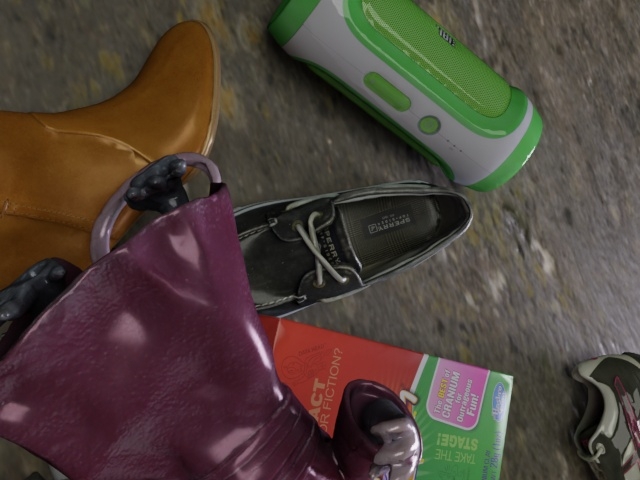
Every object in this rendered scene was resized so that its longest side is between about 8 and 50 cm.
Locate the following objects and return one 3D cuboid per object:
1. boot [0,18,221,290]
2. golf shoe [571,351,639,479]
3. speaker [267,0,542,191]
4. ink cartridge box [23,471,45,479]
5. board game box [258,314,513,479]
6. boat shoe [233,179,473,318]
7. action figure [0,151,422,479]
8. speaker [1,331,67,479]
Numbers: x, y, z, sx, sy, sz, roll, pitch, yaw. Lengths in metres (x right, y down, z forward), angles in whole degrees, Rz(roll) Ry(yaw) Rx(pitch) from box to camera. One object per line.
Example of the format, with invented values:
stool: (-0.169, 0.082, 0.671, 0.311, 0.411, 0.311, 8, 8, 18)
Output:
boot: (-0.208, -0.084, 0.587, 0.211, 0.104, 0.295, 19, 84, -44)
golf shoe: (0.363, 0.272, 0.843, 0.120, 0.105, 0.273, 2, 77, -7)
speaker: (0.094, -0.178, 0.748, 0.296, 0.131, 0.131, 34, 72, -17)
ink cartridge box: (-0.244, 0.268, 0.505, 0.154, 0.212, 0.093, -36, 96, -22)
board game box: (0.047, 0.221, 0.680, 0.316, 0.064, 0.242, 18, 77, -34)
boat shoe: (0.000, 0.000, 0.690, 0.335, 0.119, 0.121, -23, 94, -24)
action figure: (-0.071, 0.147, 0.501, 0.248, 0.276, 0.370, -36, 108, -1)
speaker: (-0.228, 0.136, 0.612, 0.055, 0.055, 0.136, -20, 93, -24)
